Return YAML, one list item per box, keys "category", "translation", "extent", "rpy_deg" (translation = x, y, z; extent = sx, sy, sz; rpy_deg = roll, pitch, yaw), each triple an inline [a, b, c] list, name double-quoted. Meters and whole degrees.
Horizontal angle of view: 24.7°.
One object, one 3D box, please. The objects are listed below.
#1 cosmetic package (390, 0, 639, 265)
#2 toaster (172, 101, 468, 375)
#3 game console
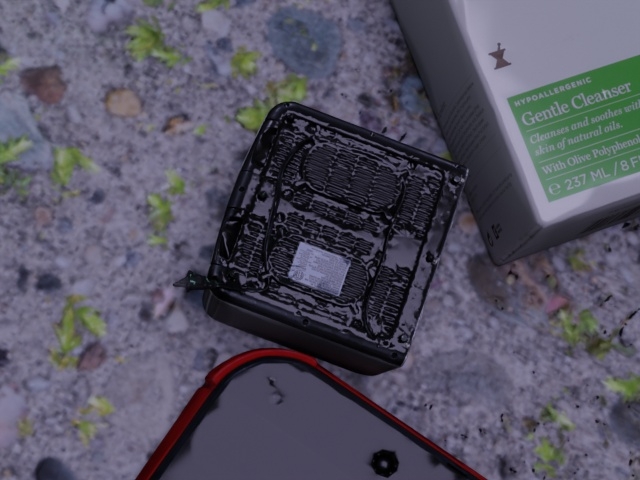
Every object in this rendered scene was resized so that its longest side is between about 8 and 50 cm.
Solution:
- category: "cosmetic package"
  translation: [0.173, -0.188, 1.169]
  extent: [0.197, 0.155, 0.365]
  rpy_deg: [-20, 81, -11]
- category: "toaster"
  translation: [0.000, 0.000, 1.116]
  extent: [0.186, 0.110, 0.168]
  rpy_deg: [20, 73, -4]
- category: "game console"
  translation: [0.011, 0.300, 1.077]
  extent: [0.387, 0.060, 0.342]
  rpy_deg: [34, 79, 1]
